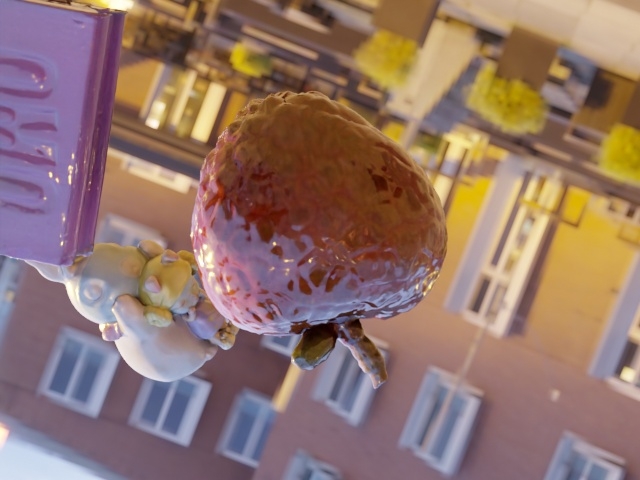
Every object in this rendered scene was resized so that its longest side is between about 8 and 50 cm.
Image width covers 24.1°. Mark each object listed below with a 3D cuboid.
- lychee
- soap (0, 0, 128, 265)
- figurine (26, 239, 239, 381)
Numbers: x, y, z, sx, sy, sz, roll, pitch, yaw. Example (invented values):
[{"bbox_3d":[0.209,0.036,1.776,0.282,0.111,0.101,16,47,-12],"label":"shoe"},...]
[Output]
[{"bbox_3d":[0.000,0.000,1.486,0.255,0.300,0.255,-5,-172,1],"label":"lychee"},{"bbox_3d":[-0.227,-0.091,1.170,0.122,0.203,0.065,11,-169,8],"label":"soap"},{"bbox_3d":[-0.220,0.058,1.741,0.155,0.127,0.235,-2,142,45],"label":"figurine"}]
